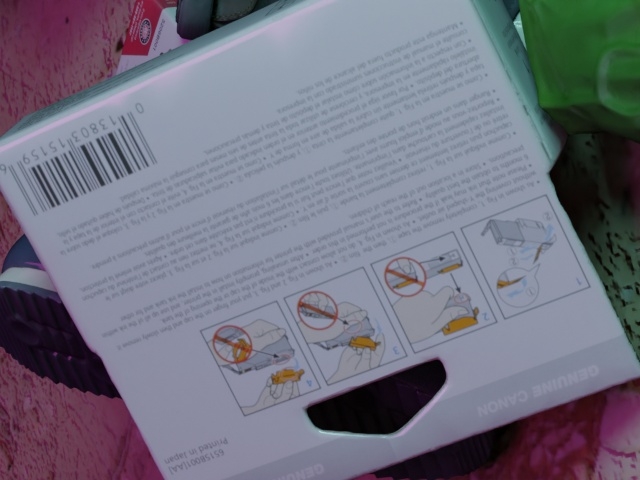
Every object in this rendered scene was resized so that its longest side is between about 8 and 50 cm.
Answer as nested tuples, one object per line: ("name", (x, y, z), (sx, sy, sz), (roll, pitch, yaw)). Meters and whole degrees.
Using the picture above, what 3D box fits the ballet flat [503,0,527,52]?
("ballet flat", (0.095, -0.078, 1.036), (0.074, 0.074, 0.203), (39, 118, 47))

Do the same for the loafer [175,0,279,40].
("loafer", (-0.028, -0.248, 1.199), (0.096, 0.084, 0.267), (-103, 23, -75))

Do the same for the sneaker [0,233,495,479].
("sneaker", (-0.035, 0.038, 1.151), (0.319, 0.131, 0.112), (17, 141, 18))

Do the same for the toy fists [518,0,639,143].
("toy fists", (0.159, -0.178, 0.902), (0.142, 0.096, 0.279), (180, 85, -66))

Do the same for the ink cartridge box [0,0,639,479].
("ink cartridge box", (0.000, 0.000, 1.023), (0.275, 0.060, 0.239), (-22, 105, 21))

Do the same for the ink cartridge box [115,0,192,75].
("ink cartridge box", (-0.070, -0.082, 1.271), (0.150, 0.063, 0.109), (50, 132, 41))
